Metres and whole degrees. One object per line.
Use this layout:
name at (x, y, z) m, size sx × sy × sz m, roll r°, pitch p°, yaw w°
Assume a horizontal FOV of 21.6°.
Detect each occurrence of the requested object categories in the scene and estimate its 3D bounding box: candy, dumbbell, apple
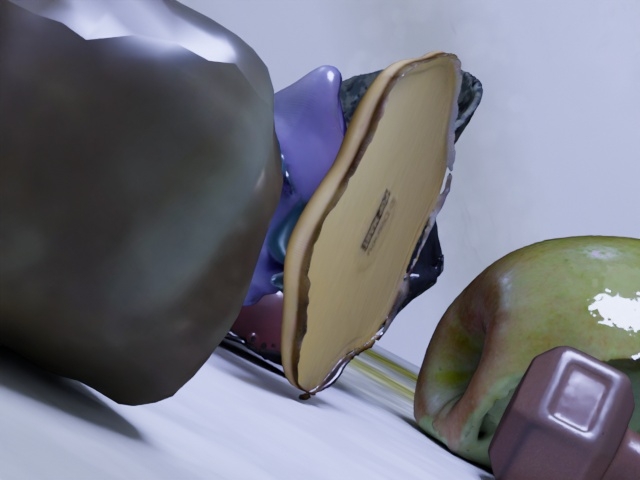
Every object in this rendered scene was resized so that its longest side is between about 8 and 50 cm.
candy at (-0.100, -0.038, 0.468) m, size 0.104 × 0.102 × 0.234 m, roll 29°, pitch -3°, yaw -35°
dumbbell at (0.199, 0.136, 0.852) m, size 0.231 × 0.092 × 0.082 m, roll 26°, pitch -29°, yaw 5°
apple at (0.163, 0.080, 0.997) m, size 0.188 × 0.174 × 0.207 m, roll 30°, pitch -18°, yaw -22°

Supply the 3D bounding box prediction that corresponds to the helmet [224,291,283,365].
helmet at (-0.033, 0.034, 0.867) m, size 0.084 × 0.049 × 0.065 m, roll 28°, pitch 0°, yaw -28°

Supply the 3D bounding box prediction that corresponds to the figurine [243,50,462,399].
figurine at (-0.083, -0.059, 0.788) m, size 0.257 × 0.181 × 0.208 m, roll 21°, pitch 31°, yaw 20°

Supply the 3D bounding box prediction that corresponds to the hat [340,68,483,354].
hat at (0.000, 0.000, 0.999) m, size 0.128 × 0.265 × 0.265 m, roll 61°, pitch -13°, yaw -17°
